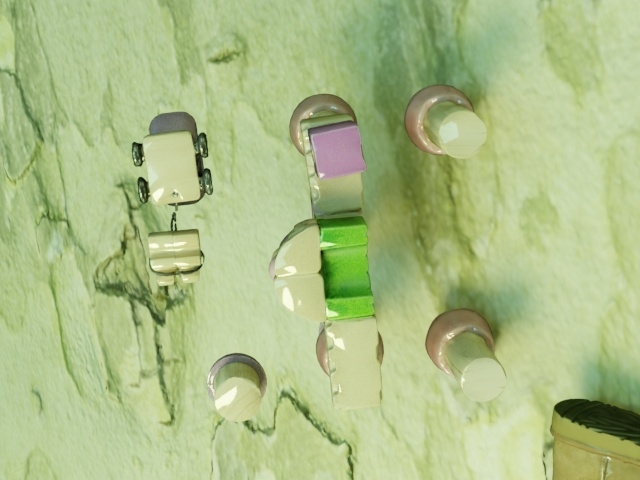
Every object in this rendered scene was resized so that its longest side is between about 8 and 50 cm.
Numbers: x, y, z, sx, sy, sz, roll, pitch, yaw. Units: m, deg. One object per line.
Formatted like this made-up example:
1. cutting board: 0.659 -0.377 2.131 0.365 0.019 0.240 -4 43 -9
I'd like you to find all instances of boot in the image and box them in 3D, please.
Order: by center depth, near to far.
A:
1. boot: 0.285 0.291 1.060 0.236 0.089 0.270 18 111 44

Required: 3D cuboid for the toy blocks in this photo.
1. toy blocks: 0.000 0.000 1.174 0.260 0.309 0.289 -110 14 -76
